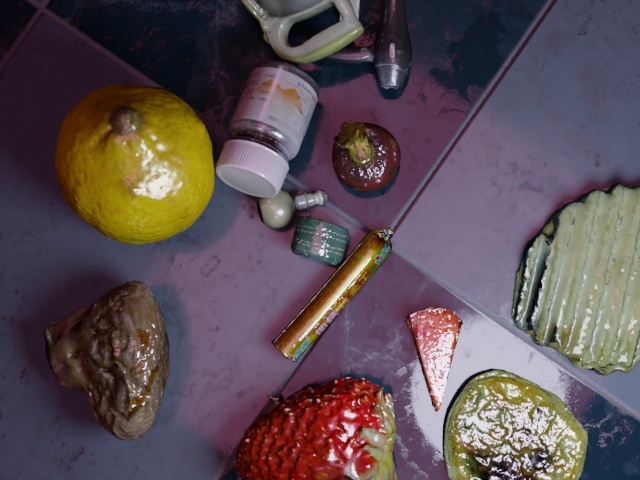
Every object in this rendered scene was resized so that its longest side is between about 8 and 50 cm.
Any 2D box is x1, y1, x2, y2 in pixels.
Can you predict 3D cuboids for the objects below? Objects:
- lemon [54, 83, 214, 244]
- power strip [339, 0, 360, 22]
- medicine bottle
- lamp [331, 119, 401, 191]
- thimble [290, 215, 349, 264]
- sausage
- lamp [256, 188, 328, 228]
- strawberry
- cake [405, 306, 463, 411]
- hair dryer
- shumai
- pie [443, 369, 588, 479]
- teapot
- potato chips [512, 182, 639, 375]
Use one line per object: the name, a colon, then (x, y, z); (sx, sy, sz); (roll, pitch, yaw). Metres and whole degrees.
lemon: (-0.395, -0.171, 1.805); (0.350, 0.387, 0.349); (0, 66, 0)
power strip: (0.070, -0.579, 1.972); (0.048, 0.030, 0.191); (3, 85, 6)
medicine bottle: (-0.117, -0.246, 1.861); (0.165, 0.165, 0.273); (16, 71, 6)
lamp: (0.101, -0.188, 1.882); (0.157, 0.135, 0.156); (11, 86, 3)
thimble: (-0.002, -0.001, 1.873); (0.119, 0.135, 0.090); (15, 88, 13)
sausage: (0.039, 0.114, 1.893); (0.082, 0.082, 0.371); (41, 88, 7)
lamp: (-0.060, -0.082, 1.917); (0.163, 0.091, 0.090); (-13, 84, -12)
strawberry: (-0.008, 0.420, 1.790); (0.344, 0.292, 0.292); (6, 85, 19)
cake: (0.274, 0.253, 1.854); (0.117, 0.086, 0.220); (-17, 83, 5)
hair dryer: (0.073, -0.465, 1.921); (0.272, 0.091, 0.235); (0, 93, 2)
shumai: (-0.487, 0.254, 1.846); (0.283, 0.217, 0.345); (5, 88, 4)
pie: (0.415, 0.450, 1.836); (0.324, 0.070, 0.323); (0, 86, 5)
teapot: (-0.050, -0.568, 1.906); (0.239, 0.239, 0.321); (-33, 104, 25)
potato chips: (0.622, 0.076, 1.857); (0.359, 0.070, 0.429); (15, 87, 3)
